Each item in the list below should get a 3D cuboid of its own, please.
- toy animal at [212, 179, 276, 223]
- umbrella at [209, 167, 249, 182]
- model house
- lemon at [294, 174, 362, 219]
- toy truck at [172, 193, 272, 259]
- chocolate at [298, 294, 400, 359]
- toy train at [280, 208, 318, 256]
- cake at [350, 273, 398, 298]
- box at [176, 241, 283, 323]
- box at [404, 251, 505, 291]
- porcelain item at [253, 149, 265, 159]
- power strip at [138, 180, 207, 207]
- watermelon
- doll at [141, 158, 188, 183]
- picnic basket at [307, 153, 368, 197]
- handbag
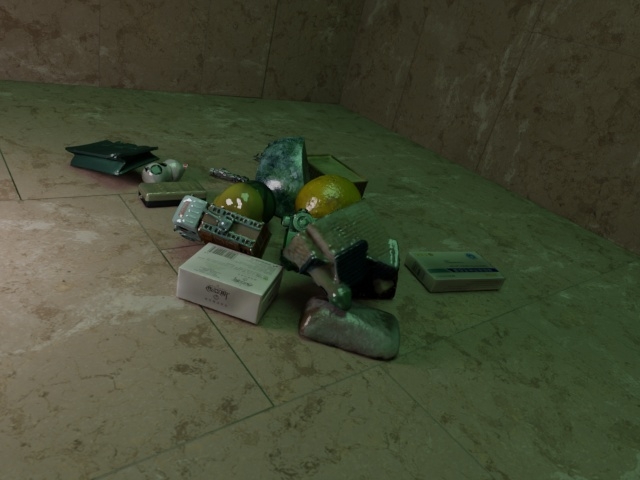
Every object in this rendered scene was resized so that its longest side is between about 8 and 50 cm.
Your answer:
[{"bbox_3d":[-0.284,-0.123,1.771,0.216,0.191,0.338,33,31,8],"label":"toy animal"},{"bbox_3d":[-0.422,-0.302,2.203,0.189,0.050,0.046,18,6,7],"label":"umbrella"},{"bbox_3d":[0.078,0.064,1.429,0.299,0.243,0.284,-28,74,-37],"label":"model house"},{"bbox_3d":[0.031,-0.129,1.874,0.258,0.257,0.310,32,31,30],"label":"lemon"},{"bbox_3d":[-0.324,-0.042,1.537,0.306,0.136,0.162,21,-16,6],"label":"toy truck"},{"bbox_3d":[0.095,0.238,1.397,0.304,0.100,0.185,18,24,-1],"label":"chocolate"},{"bbox_3d":[0.000,0.000,1.678,0.301,0.202,0.120,11,9,-8],"label":"toy train"},{"bbox_3d":[0.140,0.116,1.598,0.246,0.135,0.112,3,31,-22],"label":"cake"},{"bbox_3d":[-0.266,0.120,1.415,0.261,0.111,0.194,20,26,8],"label":"box"},{"bbox_3d":[0.525,0.118,1.859,0.344,0.065,0.200,1,30,-25],"label":"box"},{"bbox_3d":[-0.296,-0.440,2.494,0.136,0.075,0.021,29,32,25],"label":"porcelain item"},{"bbox_3d":[-0.587,-0.185,1.878,0.257,0.070,0.105,-9,35,-36],"label":"power strip"},{"bbox_3d":[-0.141,-0.252,2.086,0.229,0.386,0.258,-3,-18,18],"label":"watermelon"},{"bbox_3d":[-0.654,-0.279,1.982,0.110,0.106,0.181,27,32,26],"label":"doll"},{"bbox_3d":[0.034,-0.269,2.238,0.228,0.175,0.313,-11,40,-41],"label":"picnic basket"},{"bbox_3d":[-0.859,-0.351,1.963,0.327,0.089,0.238,12,26,28],"label":"handbag"}]
